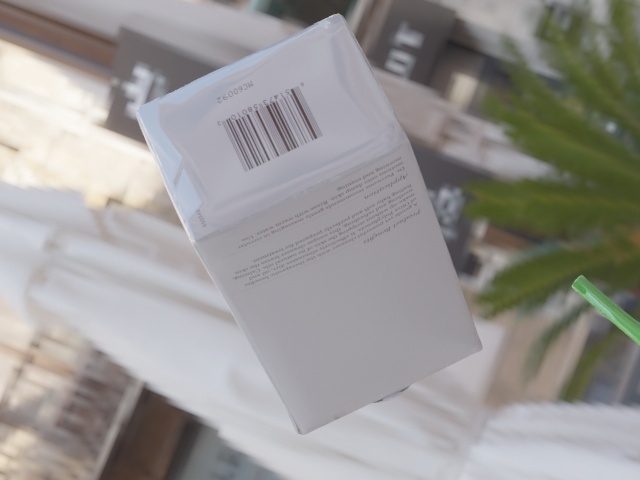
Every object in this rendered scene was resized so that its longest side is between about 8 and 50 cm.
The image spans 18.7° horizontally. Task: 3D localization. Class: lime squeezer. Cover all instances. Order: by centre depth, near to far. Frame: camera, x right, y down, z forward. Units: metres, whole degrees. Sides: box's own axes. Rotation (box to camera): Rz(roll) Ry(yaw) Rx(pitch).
[{"bbox_3d":[0.377,0.123,1.834,0.059,0.310,0.110,-49,24,43],"label":"lime squeezer"}]

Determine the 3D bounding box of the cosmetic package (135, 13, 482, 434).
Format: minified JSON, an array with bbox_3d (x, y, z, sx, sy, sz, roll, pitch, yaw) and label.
[{"bbox_3d":[0.000,0.000,1.677,0.365,0.197,0.155,68,177,-58],"label":"cosmetic package"}]
